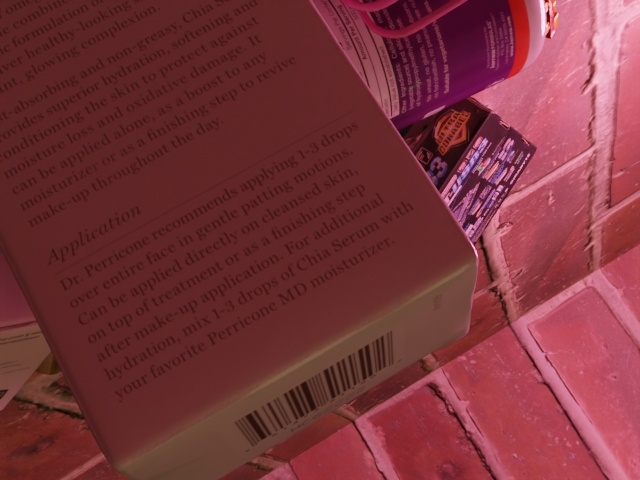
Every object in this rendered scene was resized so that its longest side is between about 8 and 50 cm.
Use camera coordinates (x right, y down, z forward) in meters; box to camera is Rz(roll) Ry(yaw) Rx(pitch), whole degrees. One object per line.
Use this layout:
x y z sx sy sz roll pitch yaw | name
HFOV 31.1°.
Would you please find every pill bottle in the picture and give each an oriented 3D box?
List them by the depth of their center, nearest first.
0.048 -0.194 1.135 0.323 0.181 0.181 -26 160 -13 | pill bottle

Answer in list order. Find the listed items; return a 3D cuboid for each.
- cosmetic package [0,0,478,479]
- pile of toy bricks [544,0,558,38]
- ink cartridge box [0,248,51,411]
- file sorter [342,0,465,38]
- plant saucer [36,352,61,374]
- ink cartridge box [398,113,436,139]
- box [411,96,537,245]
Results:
-0.114 -0.090 0.742 0.230 0.453 0.161 -29 161 -6 | cosmetic package
0.222 -0.326 1.226 0.105 0.118 0.212 -54 151 -23 | pile of toy bricks
-0.385 0.072 1.081 0.129 0.223 0.307 -8 150 -49 | ink cartridge box
0.041 -0.303 0.843 0.182 0.202 0.290 -31 161 9 | file sorter
-0.234 0.060 1.411 0.332 0.081 0.333 -22 168 -22 | plant saucer
0.114 -0.199 1.413 0.181 0.056 0.225 -20 159 -30 | ink cartridge box
0.162 -0.043 1.565 0.295 0.073 0.293 -58 157 8 | box
